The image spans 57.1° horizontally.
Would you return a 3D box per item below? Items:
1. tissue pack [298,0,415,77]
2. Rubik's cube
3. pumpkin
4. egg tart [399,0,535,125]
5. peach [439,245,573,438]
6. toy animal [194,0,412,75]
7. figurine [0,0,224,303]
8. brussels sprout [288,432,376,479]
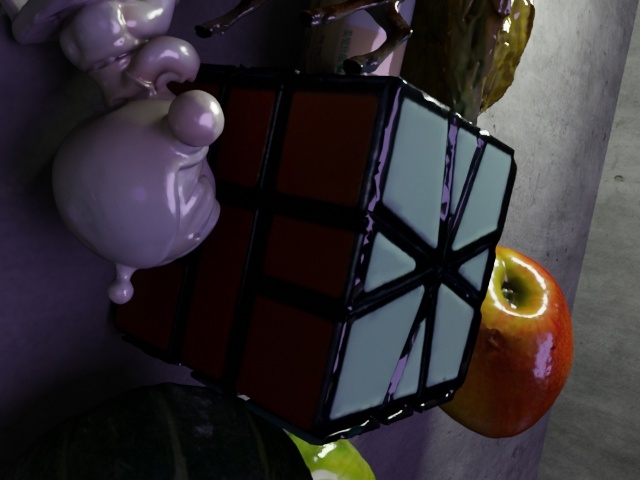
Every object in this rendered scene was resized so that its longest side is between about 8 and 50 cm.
[{"bbox_3d":[0.045,-0.276,0.664,0.090,0.186,0.222,12,94,-18],"label":"tissue pack"},{"bbox_3d":[0.000,0.000,0.602,0.288,0.283,0.294,10,97,-55],"label":"Rubik's cube"},{"bbox_3d":[-0.151,0.264,0.524,0.300,0.207,0.300,-17,129,-21],"label":"pumpkin"},{"bbox_3d":[0.161,-0.261,0.723,0.129,0.341,0.341,-2,108,-12],"label":"egg tart"},{"bbox_3d":[0.322,0.195,1.134,0.289,0.372,0.373,-18,122,-15],"label":"peach"},{"bbox_3d":[-0.014,-0.267,0.526,0.087,0.243,0.260,118,-5,-58],"label":"toy animal"},{"bbox_3d":[-0.143,-0.086,0.441,0.144,0.181,0.257,-24,102,-65],"label":"figurine"},{"bbox_3d":[-0.018,0.367,0.820,0.223,0.161,0.223,-13,106,-56],"label":"brussels sprout"}]
